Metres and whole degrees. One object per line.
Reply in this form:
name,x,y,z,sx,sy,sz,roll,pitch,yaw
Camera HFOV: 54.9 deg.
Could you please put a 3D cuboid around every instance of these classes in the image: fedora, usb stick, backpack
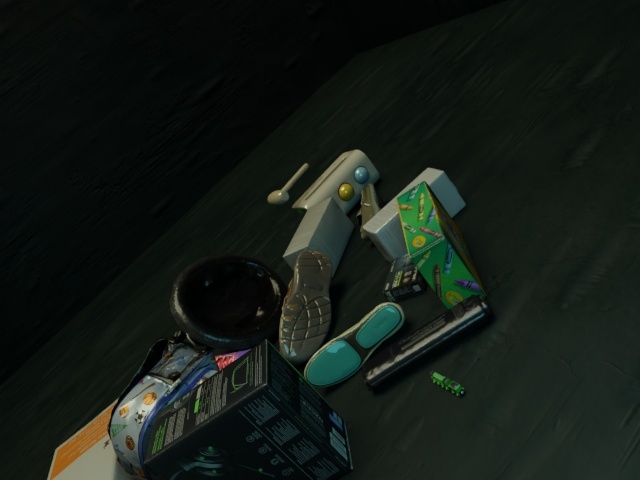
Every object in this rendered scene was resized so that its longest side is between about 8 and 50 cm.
fedora,-0.249,0.191,1.664,0.334,0.334,0.153,-65,0,-47
usb stick,0.197,0.194,1.171,0.278,0.045,0.077,-35,15,11
backpack,-0.298,0.383,1.299,0.213,0.277,0.263,11,40,41

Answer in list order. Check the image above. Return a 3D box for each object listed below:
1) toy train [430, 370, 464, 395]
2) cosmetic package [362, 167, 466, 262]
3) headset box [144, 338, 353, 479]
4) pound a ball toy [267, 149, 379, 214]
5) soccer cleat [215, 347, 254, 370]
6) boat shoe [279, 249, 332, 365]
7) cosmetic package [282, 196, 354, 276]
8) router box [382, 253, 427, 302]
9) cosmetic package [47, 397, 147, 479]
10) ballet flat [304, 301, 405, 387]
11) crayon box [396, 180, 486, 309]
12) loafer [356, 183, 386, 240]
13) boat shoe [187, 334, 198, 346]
toy train,0.217,0.246,1.066,0.017,0.024,0.083,-45,23,-13
cosmetic package,0.230,-0.060,1.513,0.231,0.117,0.085,-41,23,-8
headset box,-0.131,0.362,1.097,0.283,0.246,0.131,-36,23,11
pound a ball toy,0.019,-0.163,1.918,0.319,0.208,0.135,-47,23,-21
soccer cleat,-0.265,0.330,1.536,0.318,0.116,0.109,-28,25,26
boat shoe,-0.038,0.174,1.518,0.116,0.123,0.324,115,173,-47
cosmetic package,0.000,0.000,1.746,0.107,0.127,0.238,-25,24,33
router box,0.199,0.078,1.398,0.092,0.038,0.122,-24,26,34
cosmetic package,-0.480,0.572,1.353,0.230,0.161,0.453,-39,23,0
ballet flat,0.074,0.219,1.293,0.248,0.086,0.086,-36,22,3
crayon box,0.246,0.008,1.291,0.081,0.165,0.278,-32,23,17
loafer,0.136,-0.079,1.724,0.087,0.094,0.251,-29,24,14
boat shoe,-0.328,0.207,1.891,0.094,0.109,0.302,-28,22,21
